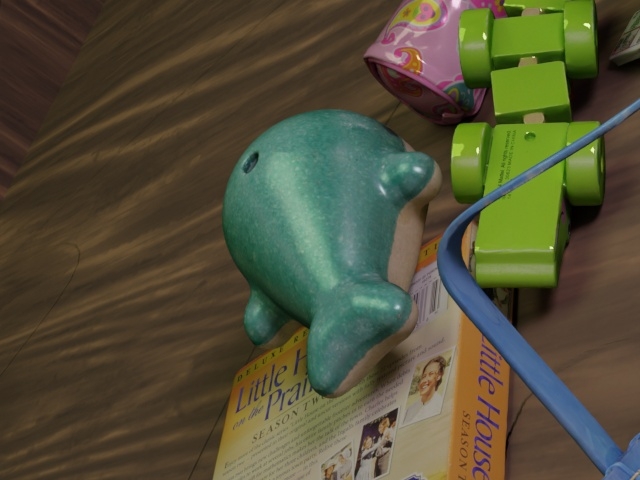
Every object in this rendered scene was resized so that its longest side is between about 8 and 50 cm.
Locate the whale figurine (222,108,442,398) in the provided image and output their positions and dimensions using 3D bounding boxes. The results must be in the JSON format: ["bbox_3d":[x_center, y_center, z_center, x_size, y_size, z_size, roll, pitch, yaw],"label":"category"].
[{"bbox_3d":[0.000,0.000,1.229,0.216,0.141,0.272,-44,27,21],"label":"whale figurine"}]

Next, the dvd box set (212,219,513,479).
[{"bbox_3d":[0.013,0.212,1.181,0.307,0.062,0.420,-36,30,36],"label":"dvd box set"}]

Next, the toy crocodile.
[{"bbox_3d":[0.171,-0.095,1.253,0.115,0.105,0.341,-4,50,15],"label":"toy crocodile"}]

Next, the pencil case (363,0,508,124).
[{"bbox_3d":[0.157,-0.248,1.462,0.284,0.124,0.124,-57,24,-9],"label":"pencil case"}]

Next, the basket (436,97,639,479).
[{"bbox_3d":[0.220,0.052,0.733,0.254,0.289,0.201,-36,1,34],"label":"basket"}]

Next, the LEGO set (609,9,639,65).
[{"bbox_3d":[0.329,-0.223,1.198,0.182,0.060,0.244,-59,9,-10],"label":"LEGO set"}]
